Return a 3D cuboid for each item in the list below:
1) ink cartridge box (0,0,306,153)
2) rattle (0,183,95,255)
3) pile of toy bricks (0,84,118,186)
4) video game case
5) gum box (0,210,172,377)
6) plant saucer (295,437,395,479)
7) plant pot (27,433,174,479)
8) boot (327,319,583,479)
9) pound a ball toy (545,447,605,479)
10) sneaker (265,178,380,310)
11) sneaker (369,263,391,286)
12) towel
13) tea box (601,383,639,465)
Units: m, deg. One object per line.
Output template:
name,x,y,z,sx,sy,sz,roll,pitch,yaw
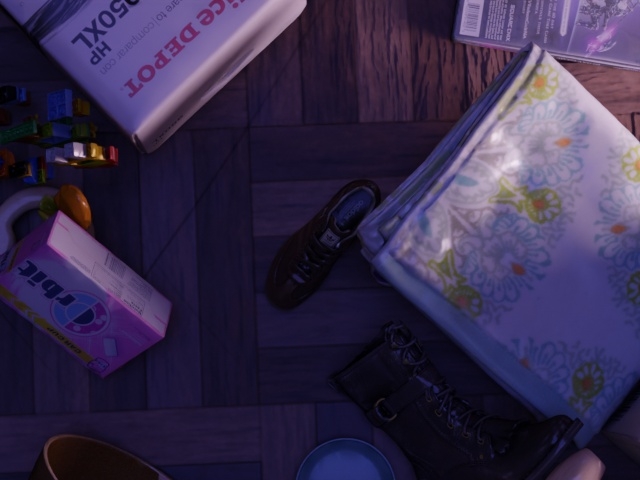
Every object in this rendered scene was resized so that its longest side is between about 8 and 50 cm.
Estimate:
ink cartridge box,-0.243,-0.340,1.695,0.285,0.166,0.395,-44,88,-4
rattle,-0.359,0.005,1.681,0.199,0.143,0.130,-9,100,-8
pile of toy bricks,-0.314,-0.120,1.706,0.212,0.105,0.118,-10,80,39
video game case,0.307,-0.316,1.780,0.274,0.026,0.196,9,85,-2
gum box,-0.267,0.066,1.660,0.107,0.062,0.188,-34,118,29
plant saucer,0.029,0.292,1.722,0.119,0.021,0.119,0,85,-1
plant pot,-0.269,0.386,1.619,0.237,0.237,0.254,34,97,1
boot,0.142,0.187,1.645,0.263,0.091,0.229,-35,91,41
pound a ball toy,0.314,0.392,1.629,0.135,0.208,0.319,-33,88,-4
sneaker,0.000,0.000,1.721,0.066,0.071,0.188,38,85,2
sneaker,0.143,0.023,1.723,0.169,0.071,0.068,-12,86,-3
towel,0.264,0.007,1.676,0.374,0.090,0.320,43,83,-13
tea box,0.555,0.195,1.646,0.323,0.220,0.329,40,86,3
